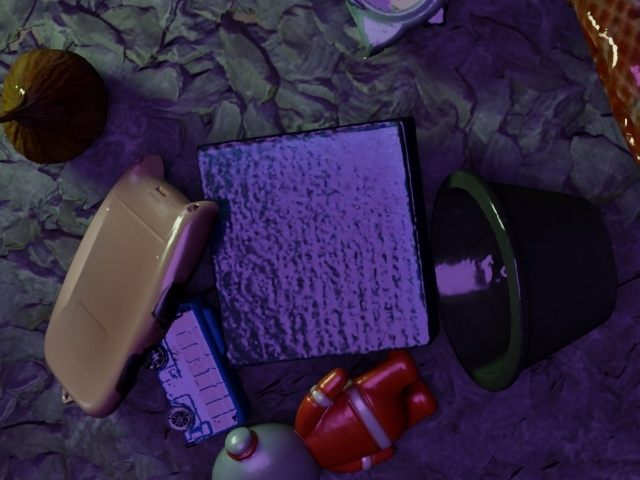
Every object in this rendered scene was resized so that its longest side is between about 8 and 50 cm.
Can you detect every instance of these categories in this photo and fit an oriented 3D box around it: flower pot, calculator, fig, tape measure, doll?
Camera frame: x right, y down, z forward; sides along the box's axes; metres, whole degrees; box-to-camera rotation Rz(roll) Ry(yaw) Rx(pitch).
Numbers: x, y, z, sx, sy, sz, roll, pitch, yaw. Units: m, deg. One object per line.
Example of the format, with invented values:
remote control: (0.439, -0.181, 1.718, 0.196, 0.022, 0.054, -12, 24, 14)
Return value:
flower pot: (0.251, 0.039, 1.735, 0.166, 0.269, 0.269, -7, 97, -16)
calculator: (-0.251, 0.063, 1.798, 0.220, 0.048, 0.329, 37, 105, 45)
fig: (-0.350, -0.167, 1.771, 0.134, 0.201, 0.146, -8, 90, 16)
tape measure: (0.054, -0.398, 1.755, 0.164, 0.084, 0.330, -21, 96, 6)
doll: (-0.016, 0.256, 1.813, 0.336, 0.105, 0.199, -32, 135, -1)

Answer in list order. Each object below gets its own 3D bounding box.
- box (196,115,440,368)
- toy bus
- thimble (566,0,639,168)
box: (0.000, 0.000, 1.793, 0.261, 0.116, 0.279, -6, 96, 12)
toy bus: (-0.163, 0.158, 1.848, 0.106, 0.090, 0.184, -22, 97, 7)
thimble: (0.431, -0.200, 1.624, 0.231, 0.350, 0.350, -24, 94, 9)
